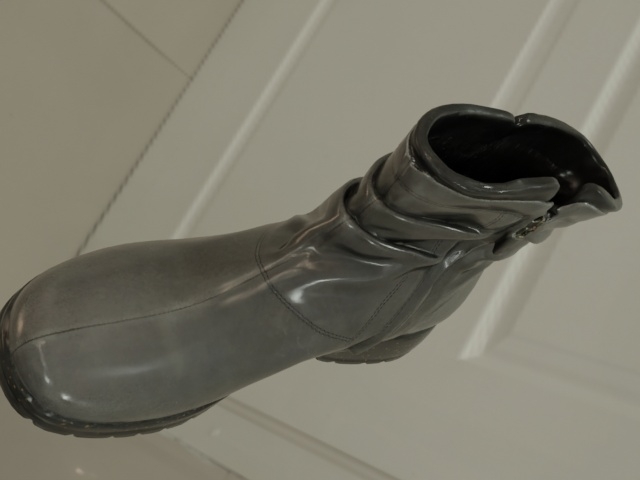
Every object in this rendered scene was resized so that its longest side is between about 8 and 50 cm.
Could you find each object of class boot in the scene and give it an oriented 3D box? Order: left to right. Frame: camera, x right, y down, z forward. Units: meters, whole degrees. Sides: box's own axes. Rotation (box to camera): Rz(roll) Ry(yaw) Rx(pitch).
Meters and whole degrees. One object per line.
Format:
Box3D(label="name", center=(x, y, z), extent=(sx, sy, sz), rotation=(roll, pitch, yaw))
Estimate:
Box3D(label="boot", center=(0.000, 0.000, 0.594), extent=(0.338, 0.223, 0.118), rotation=(-12, 70, -41))
